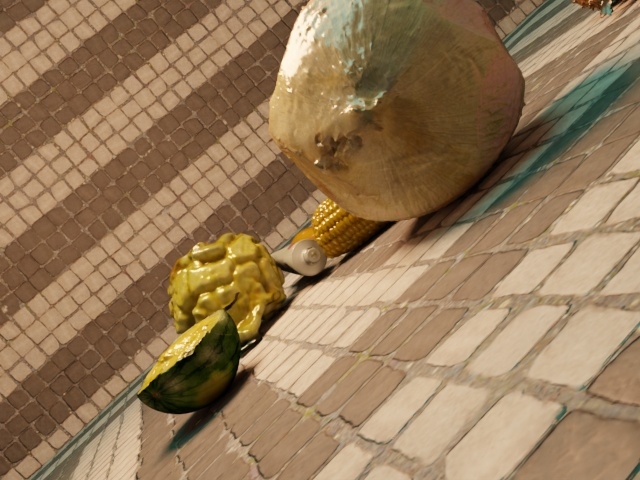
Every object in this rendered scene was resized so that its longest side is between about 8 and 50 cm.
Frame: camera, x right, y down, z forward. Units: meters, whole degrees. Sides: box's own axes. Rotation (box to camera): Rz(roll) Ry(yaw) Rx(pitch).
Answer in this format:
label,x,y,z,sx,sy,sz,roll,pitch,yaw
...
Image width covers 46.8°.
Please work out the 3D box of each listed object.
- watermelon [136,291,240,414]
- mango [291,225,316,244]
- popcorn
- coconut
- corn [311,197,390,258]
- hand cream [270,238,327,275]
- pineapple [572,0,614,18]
label,x,y,z,sx,sy,sz,roll,pitch,yaw
watermelon,-0.213,0.221,1.296,0.204,0.127,0.232,-41,7,20
mango,0.000,0.000,1.838,0.184,0.084,0.102,-24,11,41
popcorn,-0.217,0.115,1.629,0.293,0.237,0.293,-38,3,3
coconut,0.109,-0.217,1.148,0.404,0.404,0.404,-42,5,4
corn,0.124,-0.109,1.472,0.387,0.144,0.144,-40,5,24
hand cream,-0.054,0.046,1.679,0.341,0.124,0.077,162,124,-75
pineapple,0.606,-0.574,1.598,0.165,0.165,0.364,-40,5,24
